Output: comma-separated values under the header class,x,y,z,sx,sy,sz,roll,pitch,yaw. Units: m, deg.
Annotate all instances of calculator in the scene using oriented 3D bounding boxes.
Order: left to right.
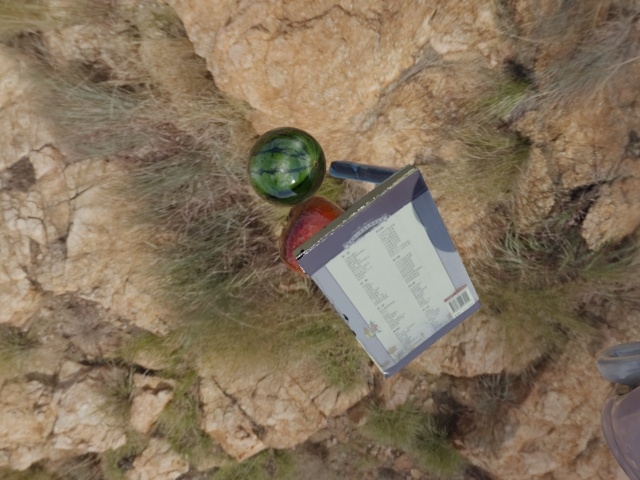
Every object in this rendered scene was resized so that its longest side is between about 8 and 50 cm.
class,x,y,z,sx,sy,sz,roll,pitch,yaw
calculator,0.161,-0.200,1.263,0.292,0.173,0.051,14,105,23

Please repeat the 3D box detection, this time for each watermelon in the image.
class,x,y,z,sx,sy,sz,roll,pitch,yaw
watermelon,-0.047,-0.090,0.523,0.108,0.109,0.109,2,104,7

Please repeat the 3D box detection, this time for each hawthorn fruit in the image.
class,x,y,z,sx,sy,sz,roll,pitch,yaw
hawthorn fruit,0.000,0.000,1.382,0.299,0.275,0.276,31,106,16

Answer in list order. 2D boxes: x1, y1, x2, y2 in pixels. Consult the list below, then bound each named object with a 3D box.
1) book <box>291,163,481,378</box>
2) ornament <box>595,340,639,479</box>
class,x,y,z,sx,sy,sz,roll,pitch,yaw
book,0.088,0.048,0.492,0.157,0.026,0.231,-37,121,-3
ornament,0.280,0.112,0.275,0.177,0.177,0.178,2,104,7
